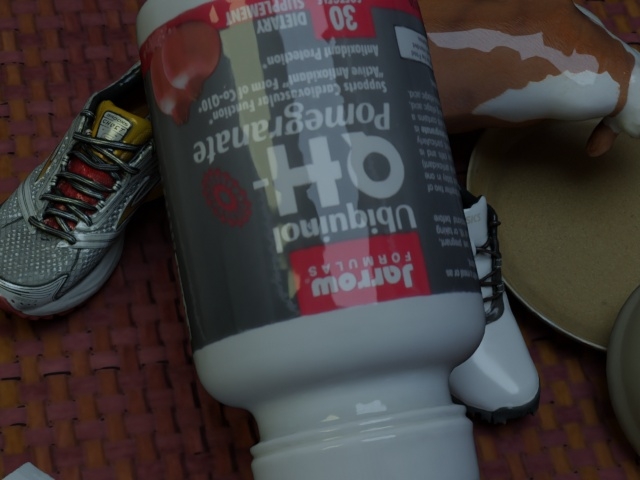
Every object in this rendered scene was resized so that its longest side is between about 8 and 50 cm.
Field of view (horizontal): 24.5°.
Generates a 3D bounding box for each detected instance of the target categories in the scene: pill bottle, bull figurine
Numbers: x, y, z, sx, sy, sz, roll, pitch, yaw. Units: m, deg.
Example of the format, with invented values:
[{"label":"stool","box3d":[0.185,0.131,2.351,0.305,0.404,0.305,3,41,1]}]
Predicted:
[{"label":"pill bottle","box3d":[0.000,0.000,0.880,0.176,0.176,0.319,-8,80,-17]},{"label":"bull figurine","box3d":[0.104,-0.137,1.041,0.310,0.101,0.188,-7,48,-1]}]

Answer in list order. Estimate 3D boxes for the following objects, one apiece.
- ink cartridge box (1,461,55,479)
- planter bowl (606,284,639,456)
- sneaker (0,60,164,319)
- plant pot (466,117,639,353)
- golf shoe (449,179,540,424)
[{"label":"ink cartridge box","box3d":[-0.158,0.205,0.803,0.145,0.045,0.179,33,20,10]},{"label":"planter bowl","box3d":[0.279,0.079,0.933,0.162,0.109,0.162,4,74,-16]},{"label":"sneaker","box3d":[-0.150,-0.044,0.957,0.088,0.093,0.225,29,57,7]},{"label":"plant pot","box3d":[0.215,-0.012,1.053,0.236,0.032,0.236,5,57,-8]},{"label":"golf shoe","box3d":[0.087,0.025,0.965,0.077,0.094,0.198,-19,65,-24]}]
